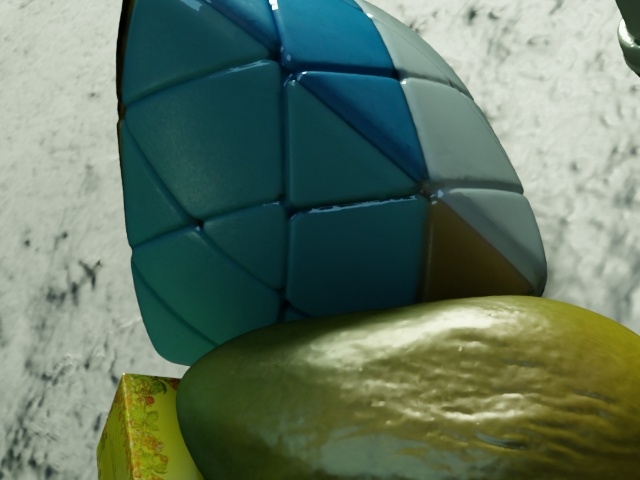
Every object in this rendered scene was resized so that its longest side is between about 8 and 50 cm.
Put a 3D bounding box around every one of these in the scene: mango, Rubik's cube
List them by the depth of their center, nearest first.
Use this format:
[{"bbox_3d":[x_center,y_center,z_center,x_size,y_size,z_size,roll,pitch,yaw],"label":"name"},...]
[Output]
[{"bbox_3d":[0.049,0.089,0.570,0.238,0.091,0.137,-7,39,9],"label":"mango"},{"bbox_3d":[0.000,0.000,0.695,0.254,0.254,0.254,-21,43,21],"label":"Rubik's cube"}]

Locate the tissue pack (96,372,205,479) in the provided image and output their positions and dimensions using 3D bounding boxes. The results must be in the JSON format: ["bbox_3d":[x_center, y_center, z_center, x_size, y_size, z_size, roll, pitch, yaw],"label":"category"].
[{"bbox_3d":[-0.048,0.146,0.611,0.176,0.095,0.062,-106,31,-48],"label":"tissue pack"}]

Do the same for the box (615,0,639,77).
[{"bbox_3d":[0.247,-0.135,0.630,0.148,0.129,0.210,-50,40,-14],"label":"box"}]
